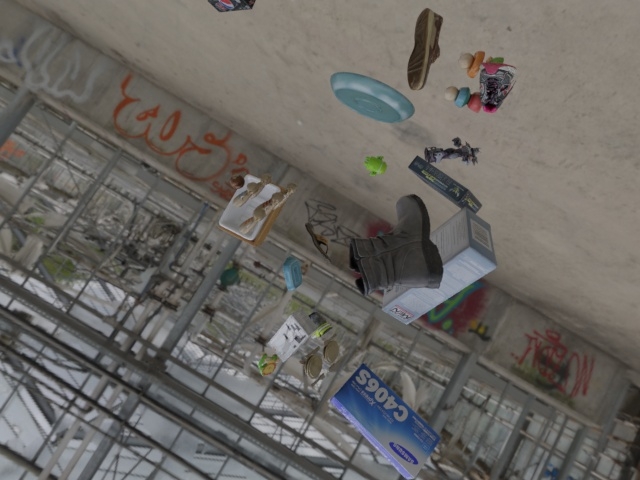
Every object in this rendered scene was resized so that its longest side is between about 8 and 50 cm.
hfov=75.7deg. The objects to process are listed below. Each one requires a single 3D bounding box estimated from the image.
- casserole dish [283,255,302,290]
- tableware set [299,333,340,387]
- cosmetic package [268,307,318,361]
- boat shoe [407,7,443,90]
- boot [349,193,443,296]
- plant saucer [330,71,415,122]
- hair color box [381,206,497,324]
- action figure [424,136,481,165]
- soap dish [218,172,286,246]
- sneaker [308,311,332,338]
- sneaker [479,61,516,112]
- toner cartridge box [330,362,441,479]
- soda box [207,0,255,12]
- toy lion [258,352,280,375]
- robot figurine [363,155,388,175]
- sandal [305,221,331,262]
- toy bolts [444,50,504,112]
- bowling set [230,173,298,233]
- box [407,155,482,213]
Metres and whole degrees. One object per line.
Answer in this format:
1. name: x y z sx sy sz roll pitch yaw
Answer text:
1. casserole dish: -0.137 0.173 2.122 0.037 0.114 0.188 3 113 32
2. tableware set: 0.001 0.437 1.525 0.039 0.128 0.194 2 -163 38
3. cosmetic package: -0.105 0.348 1.499 0.099 0.060 0.239 50 135 15
4. boat shoe: 0.466 -0.812 1.778 0.123 0.342 0.123 8 178 -23
5. boot: 0.182 -0.006 1.114 0.223 0.338 0.118 -3 132 -2
6. plant saucer: 0.173 -0.485 1.436 0.317 0.043 0.317 22 -177 -1
7. hair color box: 0.356 0.088 1.288 0.113 0.185 0.374 32 131 -14
8. action figure: 0.682 -0.445 2.095 0.185 0.285 0.099 -101 5 -48
9. soap dish: -0.299 -0.135 1.861 0.229 0.291 0.118 25 173 25
10. sneaker: -0.016 0.433 2.147 0.121 0.111 0.300 58 162 8
11. sneaker: 0.636 -0.556 1.496 0.121 0.112 0.299 21 -174 26
12. toner cartridge box: 0.214 0.600 1.387 0.348 0.165 0.075 41 150 15
13. soda box: -0.269 -0.744 1.261 0.169 0.060 0.053 20 176 38
14. toy lion: -0.212 0.498 1.645 0.034 0.096 0.100 38 -173 40
15. robot figurine: 0.259 -0.352 1.930 0.115 0.101 0.067 24 177 4
16. sandal: 0.000 0.000 1.843 0.219 0.060 0.090 63 -173 29
17. toy bolts: 0.613 -0.665 1.697 0.158 0.228 0.218 18 -148 2
18. bowling set: -0.229 -0.173 1.468 0.154 0.287 0.200 -35 102 35
19. box: 0.430 -0.187 1.422 0.233 0.059 0.183 45 -166 33
